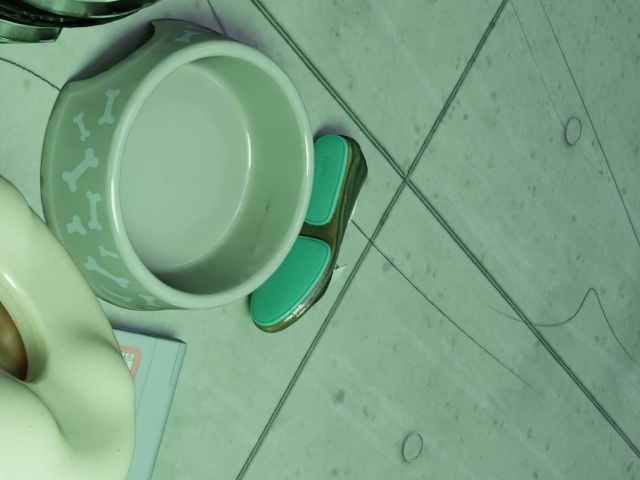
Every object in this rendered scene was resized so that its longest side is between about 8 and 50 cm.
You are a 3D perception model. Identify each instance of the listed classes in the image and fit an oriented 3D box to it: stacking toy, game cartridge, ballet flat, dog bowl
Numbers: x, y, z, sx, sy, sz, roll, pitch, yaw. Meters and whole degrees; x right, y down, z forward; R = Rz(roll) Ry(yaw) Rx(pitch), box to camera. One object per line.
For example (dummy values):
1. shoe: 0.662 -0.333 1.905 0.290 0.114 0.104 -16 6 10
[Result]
1. stacking toy: -0.427 0.167 1.030 0.480 0.350 0.350 -32 132 13
2. game cartridge: -0.286 0.183 1.385 0.294 0.060 0.196 17 91 -46
3. ballet flat: 0.000 0.000 1.609 0.096 0.095 0.280 39 70 -56
4. dog bowl: -0.147 -0.079 1.431 0.349 0.102 0.349 -14 109 -44

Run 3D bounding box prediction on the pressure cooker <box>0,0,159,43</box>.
1. pressure cooker: -0.265 -0.359 1.015 0.370 0.420 0.375 -35 122 -38
